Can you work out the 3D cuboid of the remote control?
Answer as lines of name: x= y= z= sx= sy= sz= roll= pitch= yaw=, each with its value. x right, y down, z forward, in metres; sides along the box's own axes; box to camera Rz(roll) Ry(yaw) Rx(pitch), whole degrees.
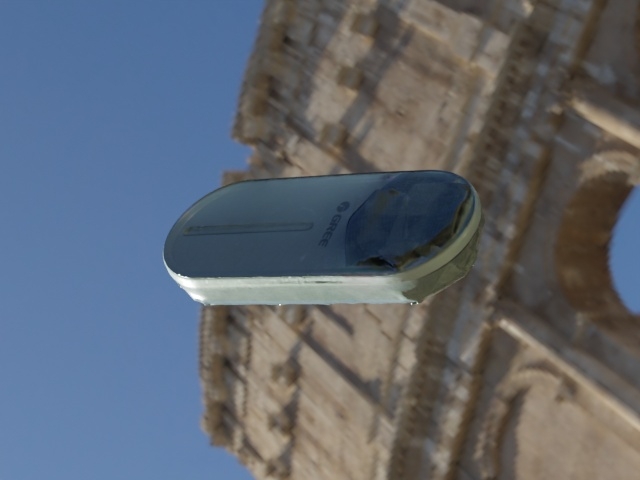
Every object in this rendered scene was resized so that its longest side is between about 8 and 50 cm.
remote control: x=0.000 y=0.000 z=1.020 sx=0.052 sy=0.247 sz=0.104 roll=60 pitch=-137 yaw=-36
